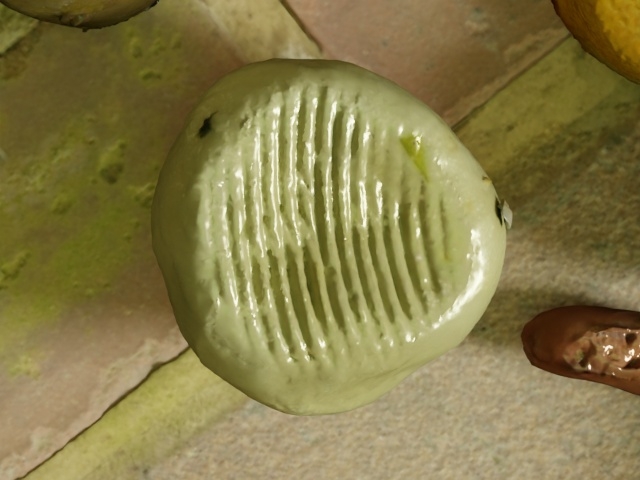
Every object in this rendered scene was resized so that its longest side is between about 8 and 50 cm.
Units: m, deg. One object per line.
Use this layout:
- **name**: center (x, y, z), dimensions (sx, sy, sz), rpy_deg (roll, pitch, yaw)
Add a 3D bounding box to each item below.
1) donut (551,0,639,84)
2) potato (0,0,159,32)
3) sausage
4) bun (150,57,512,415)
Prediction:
- **donut**: center (0.246, -0.180, 1.361), dimensions (0.152, 0.101, 0.259), rpy_deg (-42, 108, 14)
- **potato**: center (-0.168, -0.237, 1.308), dimensions (0.182, 0.117, 0.202), rpy_deg (25, 104, -7)
- **sausage**: center (0.297, 0.111, 1.451), dimensions (0.304, 0.078, 0.078), rpy_deg (22, 103, -7)
- **bun**: center (0.000, 0.000, 1.363), dimensions (0.259, 0.160, 0.259), rpy_deg (-1, 94, -15)
